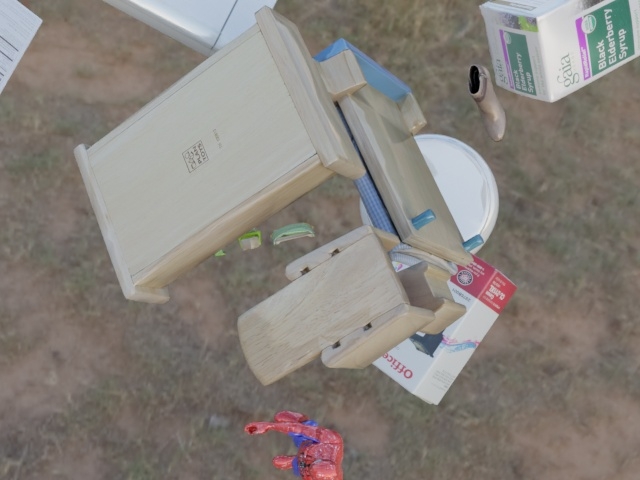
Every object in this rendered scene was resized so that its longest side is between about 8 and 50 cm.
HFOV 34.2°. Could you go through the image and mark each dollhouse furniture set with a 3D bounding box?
[{"bbox_3d":[-0.086,-0.021,1.512,0.152,0.058,0.076,-12,5,-3],"label":"dollhouse furniture set"},{"bbox_3d":[0.000,0.000,0.868,0.303,0.198,0.286,17,45,-59],"label":"dollhouse furniture set"}]

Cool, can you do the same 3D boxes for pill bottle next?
[{"bbox_3d":[0.166,-0.055,1.587,0.204,0.204,0.361,23,2,7],"label":"pill bottle"}]

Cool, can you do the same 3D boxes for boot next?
[{"bbox_3d":[0.264,-0.225,1.682,0.087,0.042,0.118,24,52,-60],"label":"boot"}]

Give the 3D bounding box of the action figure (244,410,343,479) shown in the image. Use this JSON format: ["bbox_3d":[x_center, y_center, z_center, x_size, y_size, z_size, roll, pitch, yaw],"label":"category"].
[{"bbox_3d":[-0.051,0.257,1.242,0.139,0.280,0.091,1,86,-13],"label":"action figure"}]

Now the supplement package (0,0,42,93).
[{"bbox_3d":[-0.550,-0.268,1.578,0.134,0.139,0.244,37,44,-25],"label":"supplement package"}]

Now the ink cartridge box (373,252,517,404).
[{"bbox_3d":[0.128,0.087,1.240,0.127,0.175,0.072,34,1,35],"label":"ink cartridge box"}]

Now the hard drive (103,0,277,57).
[{"bbox_3d":[-0.180,-0.339,0.956,0.353,0.047,0.233,27,77,-11],"label":"hard drive"}]

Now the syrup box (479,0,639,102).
[{"bbox_3d":[0.288,-0.236,1.064,0.237,0.093,0.096,-29,30,-19],"label":"syrup box"}]
